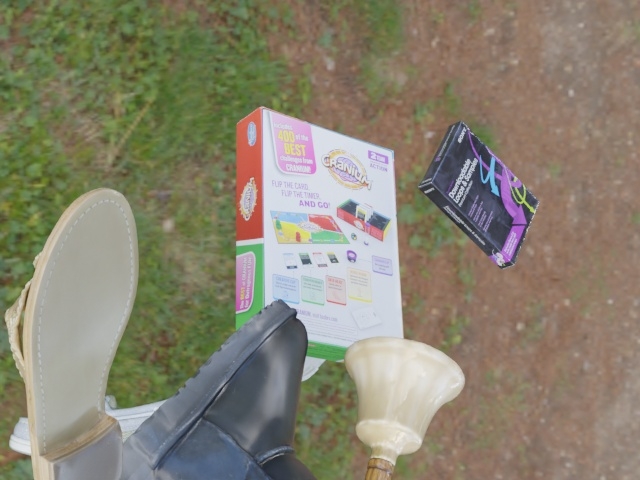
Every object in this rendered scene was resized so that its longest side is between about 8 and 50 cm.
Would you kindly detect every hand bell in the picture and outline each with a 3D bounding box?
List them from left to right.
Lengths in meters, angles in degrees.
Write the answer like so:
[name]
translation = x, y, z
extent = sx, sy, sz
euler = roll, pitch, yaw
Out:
[hand bell]
translation = 0.055, 0.226, 1.057
extent = 0.126, 0.126, 0.242
euler = 46, 47, -35

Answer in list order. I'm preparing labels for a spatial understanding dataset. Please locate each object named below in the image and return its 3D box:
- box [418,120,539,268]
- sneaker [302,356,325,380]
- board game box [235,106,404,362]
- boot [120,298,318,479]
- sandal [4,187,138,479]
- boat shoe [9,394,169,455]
[box]
translation = 0.204, -0.058, 1.397
extent = 0.162, 0.029, 0.116
euler = 41, 54, -19
[sneaker]
translation = -0.005, 0.138, 1.788
extent = 0.090, 0.235, 0.095
euler = 26, 41, -34
[board game box]
translation = 0.000, 0.000, 1.499
extent = 0.242, 0.064, 0.317
euler = 15, 63, -35
[boot]
translation = 0.025, 0.302, 1.152
extent = 0.445, 0.146, 0.367
euler = 41, 35, 3
[sandal]
translation = -0.179, 0.071, 0.723
extent = 0.088, 0.079, 0.240
euler = -23, 126, -48
[boat shoe]
translation = -0.223, 0.222, 1.372
extent = 0.320, 0.118, 0.103
euler = -3, 81, -7
